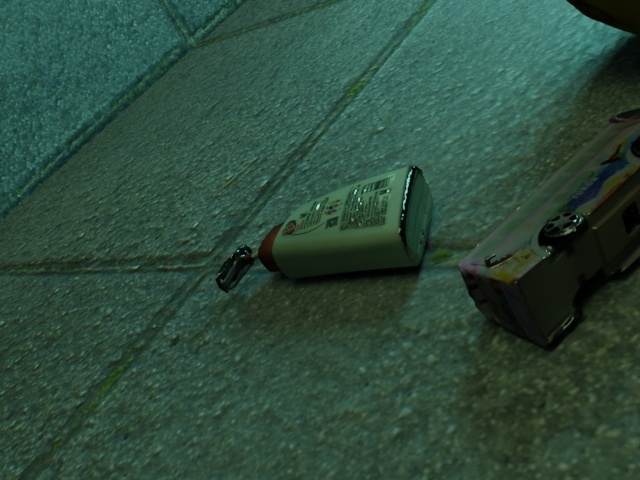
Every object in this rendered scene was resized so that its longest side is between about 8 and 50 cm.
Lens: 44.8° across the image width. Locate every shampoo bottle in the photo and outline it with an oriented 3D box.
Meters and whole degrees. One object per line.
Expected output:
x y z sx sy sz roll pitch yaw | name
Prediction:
0.000 0.000 0.974 0.284 0.071 0.153 -18 34 30 | shampoo bottle

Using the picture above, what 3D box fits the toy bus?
0.259 -0.027 0.733 0.274 0.090 0.112 -40 24 -16 | toy bus

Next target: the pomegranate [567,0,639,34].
0.429 -0.448 0.909 0.412 0.411 0.411 -24 29 15 | pomegranate
